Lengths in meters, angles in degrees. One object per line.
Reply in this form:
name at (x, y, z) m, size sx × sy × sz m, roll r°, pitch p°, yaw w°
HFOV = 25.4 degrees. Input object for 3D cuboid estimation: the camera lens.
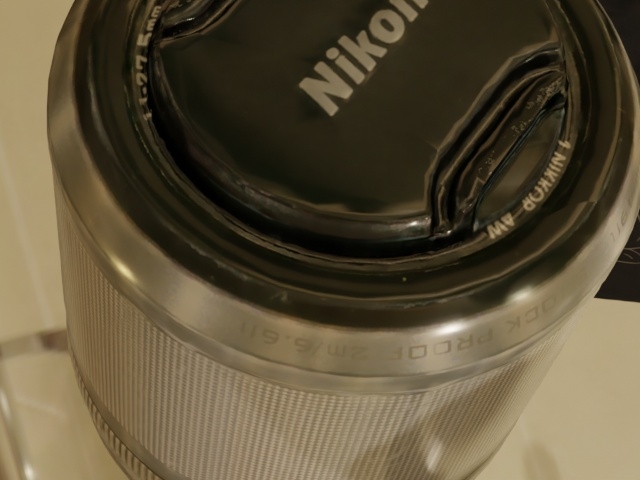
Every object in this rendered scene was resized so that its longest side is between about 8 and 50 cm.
camera lens at (0.000, 0.000, 0.601) m, size 0.219 × 0.219 × 0.274 m, roll -16°, pitch 154°, yaw -16°

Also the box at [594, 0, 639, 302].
box at (0.293, -0.205, 1.205) m, size 0.472 × 0.480 × 0.297 m, roll 7°, pitch -136°, yaw 29°
